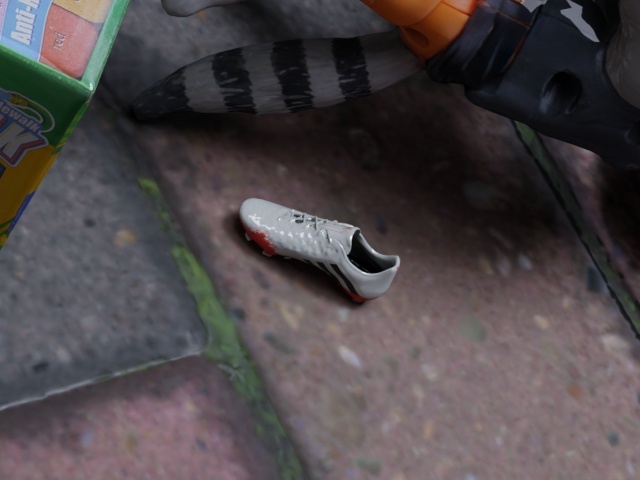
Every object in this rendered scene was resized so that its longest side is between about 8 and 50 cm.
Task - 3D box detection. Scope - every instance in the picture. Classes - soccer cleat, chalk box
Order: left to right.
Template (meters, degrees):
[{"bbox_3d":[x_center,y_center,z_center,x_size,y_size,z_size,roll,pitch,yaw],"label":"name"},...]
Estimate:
[{"bbox_3d":[-0.151,-0.098,0.747,0.132,0.213,0.132,27,49,-13],"label":"chalk box"},{"bbox_3d":[0.000,0.000,0.893,0.083,0.035,0.029,32,48,-9],"label":"soccer cleat"}]

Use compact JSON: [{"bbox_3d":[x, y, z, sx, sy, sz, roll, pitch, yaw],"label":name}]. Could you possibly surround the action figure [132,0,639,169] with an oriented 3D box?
[{"bbox_3d":[0.086,-0.110,0.929,0.330,0.341,0.178,13,90,1],"label":"action figure"}]
